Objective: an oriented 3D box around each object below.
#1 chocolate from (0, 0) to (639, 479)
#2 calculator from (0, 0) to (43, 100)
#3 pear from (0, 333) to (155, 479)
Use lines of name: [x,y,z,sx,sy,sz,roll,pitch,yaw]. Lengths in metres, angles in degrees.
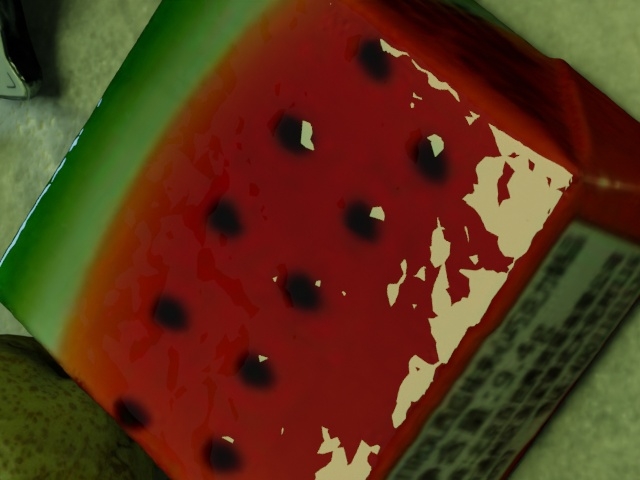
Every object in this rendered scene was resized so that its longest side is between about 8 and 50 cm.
chocolate: [0.000,0.000,1.099,0.341,0.161,0.360,41,106,26]
calculator: [-0.313,-0.205,1.348,0.268,0.040,0.177,22,135,33]
pear: [-0.222,0.164,1.202,0.228,0.188,0.211,38,81,14]
